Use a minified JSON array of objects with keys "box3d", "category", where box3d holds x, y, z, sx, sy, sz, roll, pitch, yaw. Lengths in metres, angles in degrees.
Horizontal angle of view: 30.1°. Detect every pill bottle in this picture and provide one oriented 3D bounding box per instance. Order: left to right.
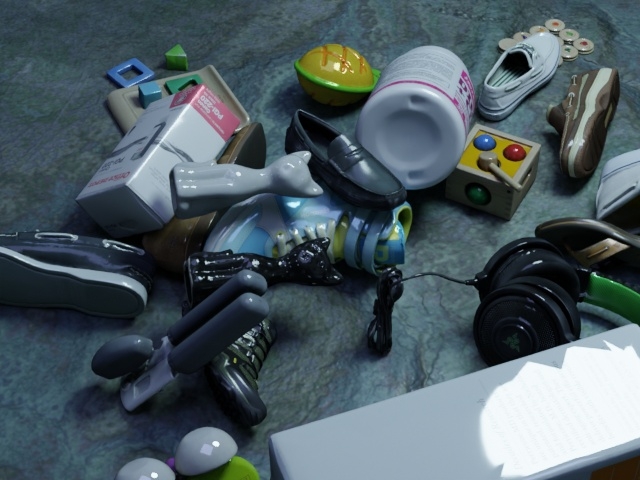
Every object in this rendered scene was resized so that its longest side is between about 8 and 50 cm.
[{"box3d":[0.152,-0.198,1.819,0.160,0.160,0.283,8,25,8],"category":"pill bottle"}]

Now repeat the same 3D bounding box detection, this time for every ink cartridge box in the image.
[{"box3d":[-0.242,-0.117,1.769,0.158,0.092,0.218,-11,41,50],"category":"ink cartridge box"}]

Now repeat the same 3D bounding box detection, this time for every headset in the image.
[{"box3d":[0.265,0.112,1.575,0.394,0.185,0.243,13,24,5],"category":"headset"}]

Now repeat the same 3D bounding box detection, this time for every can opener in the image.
[{"box3d":[-0.178,0.128,1.507,0.280,0.093,0.074,-34,46,29],"category":"can opener"}]

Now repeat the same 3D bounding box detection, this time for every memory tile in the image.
[{"box3d":[0.399,-0.344,2.110,0.148,0.012,0.113,-26,51,-23],"category":"memory tile"}]

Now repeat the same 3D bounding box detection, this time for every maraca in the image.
[{"box3d":[0.041,-0.276,1.992,0.185,0.099,0.127,-3,36,-38],"category":"maraca"}]

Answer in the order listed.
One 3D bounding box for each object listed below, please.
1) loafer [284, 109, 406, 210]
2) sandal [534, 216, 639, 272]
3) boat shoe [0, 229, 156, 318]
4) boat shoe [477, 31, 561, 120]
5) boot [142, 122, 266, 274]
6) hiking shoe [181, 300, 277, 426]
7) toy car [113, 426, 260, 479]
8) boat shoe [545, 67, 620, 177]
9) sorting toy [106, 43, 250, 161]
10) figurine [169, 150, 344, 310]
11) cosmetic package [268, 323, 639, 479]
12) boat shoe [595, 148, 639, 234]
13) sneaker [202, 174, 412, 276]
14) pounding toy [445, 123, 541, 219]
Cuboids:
[{"box3d":[0.032,-0.114,1.686,0.076,0.078,0.223,-28,47,-35],"category":"loafer"},{"box3d":[0.414,0.020,1.718,0.219,0.090,0.060,19,70,9],"category":"sandal"},{"box3d":[-0.384,0.035,1.685,0.302,0.114,0.091,14,47,-2],"category":"boat shoe"},{"box3d":[0.342,-0.292,2.003,0.083,0.076,0.226,24,55,21],"category":"boat shoe"},{"box3d":[-0.169,-0.073,1.793,0.115,0.112,0.305,7,47,22],"category":"boot"},{"box3d":[-0.104,0.145,1.582,0.114,0.086,0.227,-20,48,-14],"category":"hiking shoe"},{"box3d":[-0.163,0.308,1.403,0.182,0.159,0.136,-25,14,-21],"category":"toy car"},{"box3d":[0.408,-0.186,1.912,0.095,0.095,0.257,5,38,25],"category":"boat shoe"},{"box3d":[-0.237,-0.223,1.973,0.196,0.047,0.348,-20,49,-18],"category":"sorting toy"},{"box3d":[-0.088,-0.022,1.616,0.209,0.092,0.215,-7,72,-13],"category":"figurine"},{"box3d":[0.181,0.277,1.350,0.453,0.230,0.161,-15,48,-13],"category":"cosmetic package"},{"box3d":[0.524,-0.074,1.654,0.367,0.136,0.156,-20,41,48],"category":"boat shoe"},{"box3d":[0.000,0.000,1.698,0.319,0.127,0.208,-35,53,-28],"category":"sneaker"},{"box3d":[0.266,-0.104,1.812,0.130,0.100,0.141,21,49,20],"category":"pounding toy"}]
